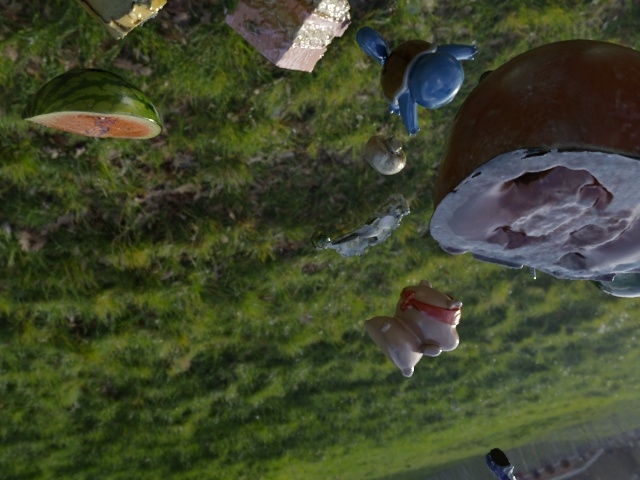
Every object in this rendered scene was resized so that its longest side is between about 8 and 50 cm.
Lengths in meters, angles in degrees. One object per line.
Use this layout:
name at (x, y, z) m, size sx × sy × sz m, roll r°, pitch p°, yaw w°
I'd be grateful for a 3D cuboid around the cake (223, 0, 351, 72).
cake at (-0.095, -0.781, 1.932) m, size 0.306 × 0.314 × 0.293 m, roll -52°, pitch 160°, yaw 25°

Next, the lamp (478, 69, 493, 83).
lamp at (0.508, -0.368, 1.753) m, size 0.130 × 0.371 × 0.109 m, roll 10°, pitch 175°, yaw 40°

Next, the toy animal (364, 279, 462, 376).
toy animal at (0.211, 0.181, 1.233) m, size 0.198 × 0.171 × 0.171 m, roll -38°, pitch 161°, yaw -4°

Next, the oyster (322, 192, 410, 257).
oyster at (0.093, -0.022, 1.119) m, size 0.200 × 0.061 × 0.106 m, roll -21°, pitch 149°, yaw 17°

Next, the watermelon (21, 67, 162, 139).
watermelon at (-0.476, -0.311, 1.240) m, size 0.159 × 0.128 × 0.303 m, roll -13°, pitch 174°, yaw 38°

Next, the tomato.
tomato at (0.198, -0.071, 0.445) m, size 0.214 × 0.155 × 0.181 m, roll 16°, pitch 153°, yaw -16°

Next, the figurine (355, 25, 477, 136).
figurine at (0.273, -0.480, 1.596) m, size 0.298 × 0.416 × 0.243 m, roll -45°, pitch 135°, yaw 5°

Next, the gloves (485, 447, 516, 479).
gloves at (0.251, 0.322, 0.768) m, size 0.026 × 0.064 × 0.086 m, roll -29°, pitch 133°, yaw -3°

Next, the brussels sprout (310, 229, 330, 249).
brussels sprout at (0.000, 0.001, 1.467) m, size 0.046 × 0.050 × 0.083 m, roll -8°, pitch -170°, yaw -5°

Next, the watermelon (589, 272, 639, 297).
watermelon at (0.742, 0.017, 1.346) m, size 0.242 × 0.242 × 0.242 m, roll -27°, pitch 160°, yaw -11°

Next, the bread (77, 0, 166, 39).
bread at (-0.521, -0.637, 1.433) m, size 0.183 × 0.211 × 0.224 m, roll -45°, pitch 121°, yaw 0°

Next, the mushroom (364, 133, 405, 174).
mushroom at (0.243, -0.322, 2.088) m, size 0.166 × 0.166 × 0.127 m, roll -12°, pitch 151°, yaw -42°
